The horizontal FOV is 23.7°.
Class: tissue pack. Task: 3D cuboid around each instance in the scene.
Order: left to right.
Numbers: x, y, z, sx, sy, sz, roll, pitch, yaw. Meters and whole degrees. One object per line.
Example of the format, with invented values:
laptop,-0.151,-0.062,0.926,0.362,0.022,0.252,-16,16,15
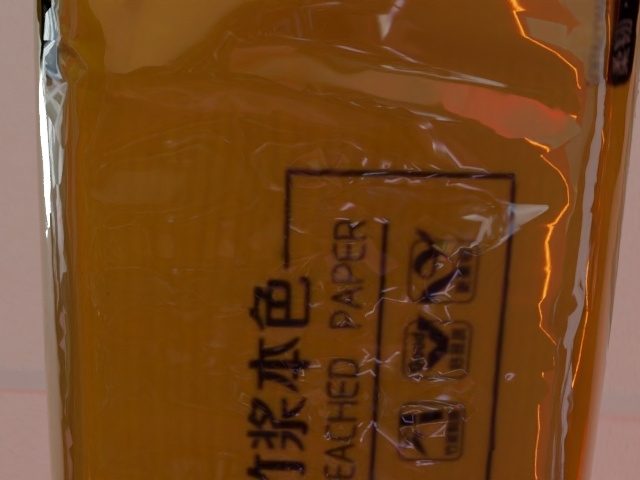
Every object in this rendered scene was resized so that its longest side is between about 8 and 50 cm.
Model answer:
tissue pack,0.000,0.000,0.661,0.228,0.293,0.381,0,-66,-2
